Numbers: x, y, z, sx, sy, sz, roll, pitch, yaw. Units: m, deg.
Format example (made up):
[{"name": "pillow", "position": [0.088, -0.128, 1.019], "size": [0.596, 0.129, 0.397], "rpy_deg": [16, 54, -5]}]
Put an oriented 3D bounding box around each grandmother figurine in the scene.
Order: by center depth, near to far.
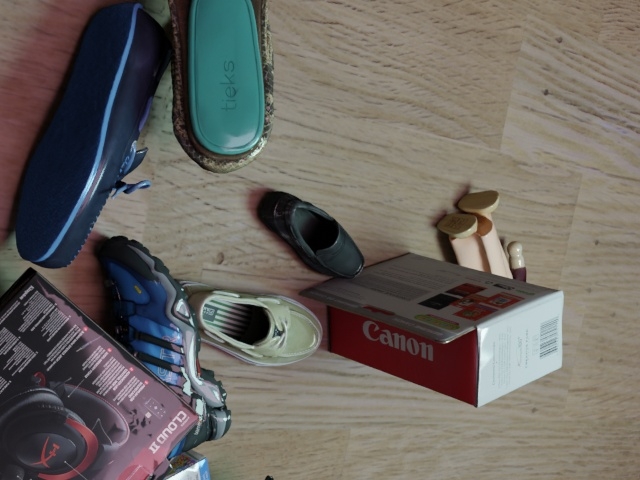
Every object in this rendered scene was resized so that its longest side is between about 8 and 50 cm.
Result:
[{"name": "grandmother figurine", "position": [0.308, 0.090, 1.996], "size": [0.208, 0.104, 0.342], "rpy_deg": [-39, 123, -20]}]

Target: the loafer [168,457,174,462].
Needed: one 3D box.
[{"name": "loafer", "position": [-0.278, 0.302, 1.490], "size": [0.251, 0.087, 0.094], "rpy_deg": [-19, 113, -39]}]

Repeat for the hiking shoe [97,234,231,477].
[{"name": "hiking shoe", "position": [-0.224, 0.143, 1.452], "size": [0.132, 0.113, 0.304], "rpy_deg": [-29, 99, -31]}]

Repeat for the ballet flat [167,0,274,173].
[{"name": "ballet flat", "position": [-0.133, -0.326, 1.406], "size": [0.164, 0.182, 0.483], "rpy_deg": [1, 94, -18]}]

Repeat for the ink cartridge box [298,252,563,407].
[{"name": "ink cartridge box", "position": [0.162, 0.134, 1.715], "size": [0.272, 0.309, 0.130], "rpy_deg": [-16, 111, -40]}]

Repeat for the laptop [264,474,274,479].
[{"name": "laptop", "position": [-0.172, 0.611, 1.575], "size": [0.408, 0.236, 0.382], "rpy_deg": [-22, 116, -8]}]

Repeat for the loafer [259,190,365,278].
[{"name": "loafer", "position": [0.000, 0.000, 1.687], "size": [0.223, 0.078, 0.076], "rpy_deg": [38, 74, -42]}]

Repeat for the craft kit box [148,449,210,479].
[{"name": "craft kit box", "position": [-0.252, 0.453, 1.580], "size": [0.247, 0.061, 0.250], "rpy_deg": [-24, 116, -41]}]

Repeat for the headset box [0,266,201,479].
[{"name": "headset box", "position": [-0.303, 0.208, 1.331], "size": [0.293, 0.110, 0.218], "rpy_deg": [44, 79, -15]}]

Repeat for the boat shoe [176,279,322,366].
[{"name": "boat shoe", "position": [-0.097, 0.127, 1.615], "size": [0.302, 0.094, 0.109], "rpy_deg": [16, 89, -45]}]

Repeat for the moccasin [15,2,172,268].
[{"name": "moccasin", "position": [-0.254, -0.118, 1.375], "size": [0.117, 0.138, 0.342], "rpy_deg": [32, 78, -51]}]
